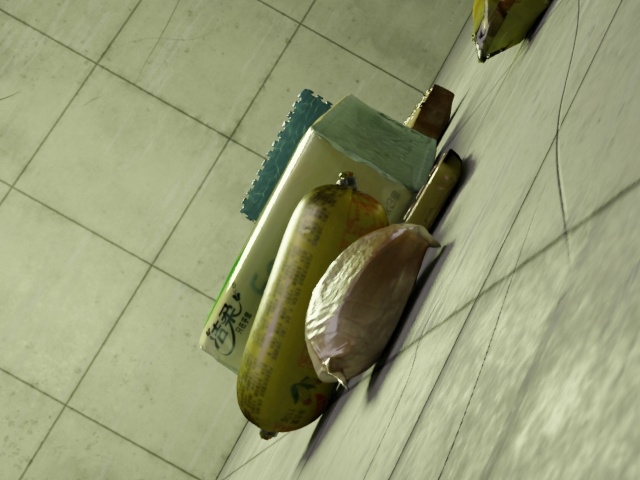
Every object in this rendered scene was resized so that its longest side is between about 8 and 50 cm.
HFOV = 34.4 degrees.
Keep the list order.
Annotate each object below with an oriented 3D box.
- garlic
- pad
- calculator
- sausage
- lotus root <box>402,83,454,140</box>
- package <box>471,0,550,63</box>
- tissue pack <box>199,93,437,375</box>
[{"bbox_3d":[0.039,0.075,1.022,0.198,0.090,0.128,-56,11,-29],"label":"garlic"},{"bbox_3d":[0.016,-0.090,1.817,0.269,0.269,0.012,-62,-14,18],"label":"pad"},{"bbox_3d":[0.129,-0.041,1.274,0.157,0.033,0.236,-61,-2,8],"label":"calculator"},{"bbox_3d":[-0.011,0.086,1.230,0.123,0.123,0.347,-65,-7,-78],"label":"sausage"},{"bbox_3d":[0.154,-0.148,1.906,0.170,0.074,0.260,-62,3,-38],"label":"lotus root"},{"bbox_3d":[0.261,-0.338,1.341,0.226,0.090,0.168,-63,3,18],"label":"package"},{"bbox_3d":[0.000,0.000,1.643,0.405,0.205,0.332,-59,-2,21],"label":"tissue pack"}]
